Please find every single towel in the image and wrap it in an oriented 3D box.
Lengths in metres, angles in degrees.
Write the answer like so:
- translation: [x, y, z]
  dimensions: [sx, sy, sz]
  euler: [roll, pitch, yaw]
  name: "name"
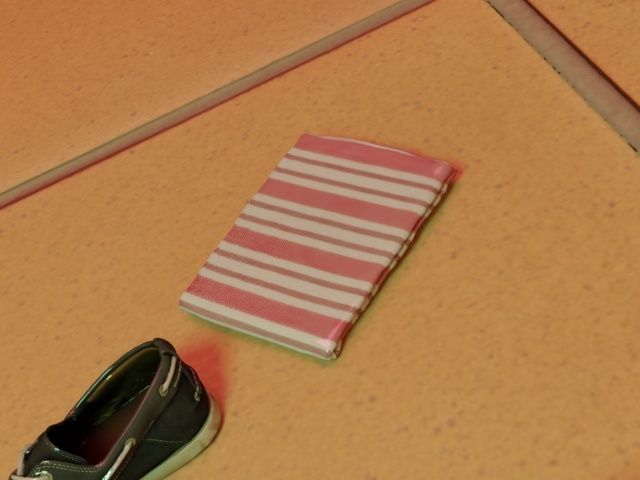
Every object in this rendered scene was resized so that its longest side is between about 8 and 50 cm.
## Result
- translation: [0.000, 0.000, 0.877]
  dimensions: [0.144, 0.029, 0.197]
  euler: [15, 57, 34]
  name: "towel"

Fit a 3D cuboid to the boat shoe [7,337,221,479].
- translation: [-0.177, 0.156, 0.759]
  dimensions: [0.233, 0.079, 0.084]
  euler: [-39, 46, -14]
  name: "boat shoe"
